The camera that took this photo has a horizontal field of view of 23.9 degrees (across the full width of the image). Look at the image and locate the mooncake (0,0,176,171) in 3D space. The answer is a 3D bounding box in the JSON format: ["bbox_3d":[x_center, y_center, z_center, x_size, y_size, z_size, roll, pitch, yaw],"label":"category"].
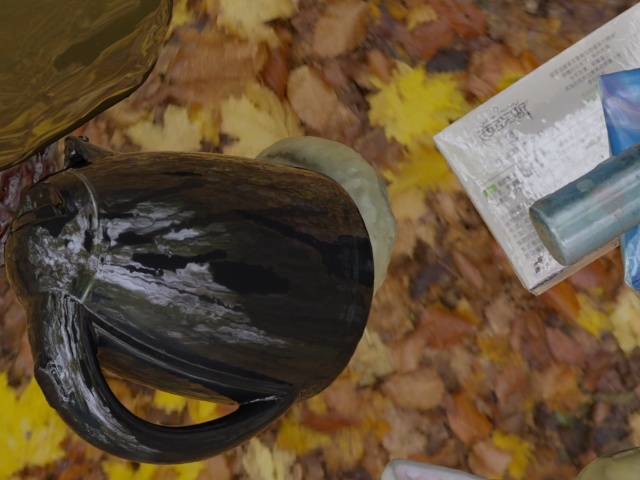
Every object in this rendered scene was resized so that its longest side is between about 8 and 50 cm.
[{"bbox_3d":[-0.123,-0.125,0.428,0.117,0.235,0.235,-35,104,-19],"label":"mooncake"}]

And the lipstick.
[{"bbox_3d":[0.211,-0.042,0.964,0.158,0.048,0.048,-30,103,-3],"label":"lipstick"}]

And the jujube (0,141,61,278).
[{"bbox_3d":[-0.383,-0.107,1.581,0.226,0.226,0.317,-6,108,-2],"label":"jujube"}]

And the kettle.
[{"bbox_3d":[-0.120,0.050,1.238,0.290,0.207,0.268,11,65,-44],"label":"kettle"}]

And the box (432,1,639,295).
[{"bbox_3d":[0.278,-0.091,1.568,0.260,0.111,0.194,-32,79,10],"label":"box"}]

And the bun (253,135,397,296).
[{"bbox_3d":[0.000,0.000,1.485,0.127,0.222,0.222,-7,108,-46],"label":"bun"}]

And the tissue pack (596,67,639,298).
[{"bbox_3d":[0.384,-0.067,1.285,0.263,0.146,0.198,-10,79,17],"label":"tissue pack"}]

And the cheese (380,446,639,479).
[{"bbox_3d":[0.134,0.129,0.662,0.255,0.127,0.050,18,117,-30],"label":"cheese"}]
